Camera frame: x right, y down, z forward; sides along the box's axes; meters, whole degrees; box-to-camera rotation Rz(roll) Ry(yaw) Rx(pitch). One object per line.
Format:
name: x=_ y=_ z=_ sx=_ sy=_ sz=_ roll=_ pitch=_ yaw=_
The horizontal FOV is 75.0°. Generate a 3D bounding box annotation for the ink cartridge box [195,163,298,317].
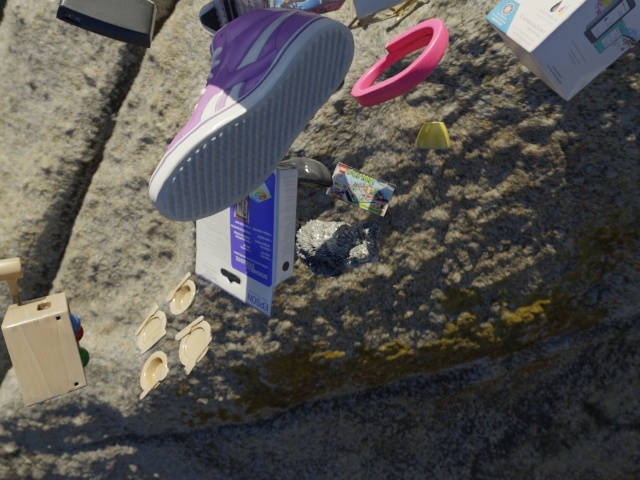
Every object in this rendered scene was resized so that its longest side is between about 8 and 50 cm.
ink cartridge box: x=-0.119 y=-0.020 z=0.621 sx=0.206 sy=0.045 sz=0.209 roll=21 pitch=112 yaw=41

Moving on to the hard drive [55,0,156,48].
hard drive: x=-0.632 y=-0.693 z=1.250 sx=0.254 sy=0.172 sz=0.054 roll=10 pitch=159 yaw=-25

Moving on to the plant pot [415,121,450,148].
plant pot: x=0.437 y=-0.409 z=1.617 sx=0.134 sy=0.134 sz=0.095 roll=2 pitch=108 yaw=10

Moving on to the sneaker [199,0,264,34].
sneaker: x=-0.244 y=-0.672 z=1.239 sx=0.118 sy=0.292 sz=0.110 roll=24 pitch=133 yaw=35

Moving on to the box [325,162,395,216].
box: x=0.133 y=-0.168 z=1.388 sx=0.206 sy=0.036 sz=0.114 roll=20 pitch=94 yaw=-11

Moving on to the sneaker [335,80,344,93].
sneaker: x=-0.039 y=-0.591 z=1.657 sx=0.447 sy=0.257 sz=0.169 roll=21 pitch=79 yaw=40

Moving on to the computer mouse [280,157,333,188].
computer mouse: x=-0.082 y=-0.189 z=1.144 sx=0.272 sy=0.188 sz=0.072 roll=7 pitch=89 yaw=37

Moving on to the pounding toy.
pounding toy: x=-0.447 y=0.122 z=0.677 sx=0.094 sy=0.181 sz=0.206 roll=-14 pitch=104 yaw=-30

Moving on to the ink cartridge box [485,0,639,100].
ink cartridge box: x=0.551 y=-0.495 z=0.886 sx=0.197 sy=0.198 sz=0.270 roll=23 pitch=125 yaw=-35

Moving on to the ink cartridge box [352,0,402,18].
ink cartridge box: x=0.117 y=-0.491 z=0.697 sx=0.127 sy=0.128 sz=0.176 roll=4 pitch=126 yaw=43

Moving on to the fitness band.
fitness band: x=0.191 y=-0.434 z=1.032 sx=0.054 sy=0.290 sz=0.209 roll=39 pitch=70 yaw=-26

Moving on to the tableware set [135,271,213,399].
tableware set: x=-0.220 y=0.137 z=0.607 sx=0.141 sy=0.169 sz=0.020 roll=-44 pitch=134 yaw=8

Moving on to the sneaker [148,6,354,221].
sneaker: x=-0.105 y=-0.156 z=0.488 sx=0.282 sy=0.102 sz=0.161 roll=-47 pitch=58 yaw=-7

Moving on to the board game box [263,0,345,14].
board game box: x=-0.042 y=-0.618 z=0.997 sx=0.193 sy=0.060 sz=0.194 roll=-6 pitch=97 yaw=-17

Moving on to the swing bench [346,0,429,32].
swing bench: x=0.232 y=-0.811 z=1.379 sx=0.254 sy=0.253 sz=0.165 roll=-4 pitch=97 yaw=-17

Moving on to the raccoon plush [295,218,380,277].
raccoon plush: x=0.000 y=0.000 z=1.490 sx=0.445 sy=0.299 sz=0.216 roll=10 pitch=74 yaw=-16
